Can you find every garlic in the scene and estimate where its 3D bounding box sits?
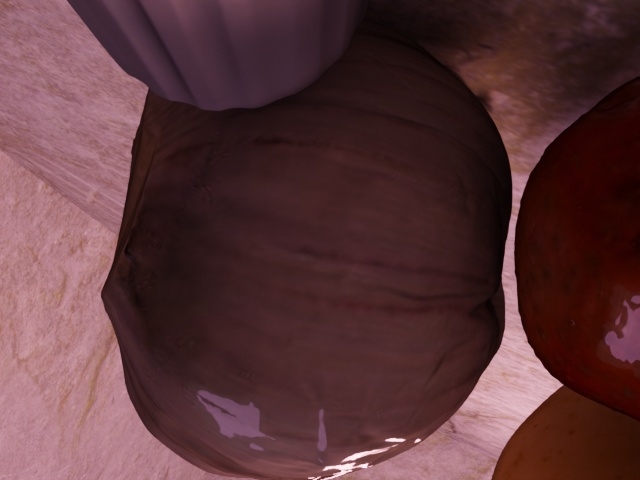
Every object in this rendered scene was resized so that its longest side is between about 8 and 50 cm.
[{"bbox_3d":[0.000,0.000,0.594,0.260,0.317,0.317,19,172,-18],"label":"garlic"}]

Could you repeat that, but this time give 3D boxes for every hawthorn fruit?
[{"bbox_3d":[0.179,-0.007,0.456,0.179,0.179,0.200,22,149,33],"label":"hawthorn fruit"}]

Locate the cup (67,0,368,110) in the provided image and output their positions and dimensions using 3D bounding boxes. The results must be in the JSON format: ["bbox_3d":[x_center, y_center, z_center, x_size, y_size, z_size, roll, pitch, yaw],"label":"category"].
[{"bbox_3d":[-0.051,-0.179,0.393,0.167,0.221,0.202,-5,169,0],"label":"cup"}]

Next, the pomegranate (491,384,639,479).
[{"bbox_3d":[0.314,0.248,0.697,0.412,0.411,0.411,28,168,7],"label":"pomegranate"}]
